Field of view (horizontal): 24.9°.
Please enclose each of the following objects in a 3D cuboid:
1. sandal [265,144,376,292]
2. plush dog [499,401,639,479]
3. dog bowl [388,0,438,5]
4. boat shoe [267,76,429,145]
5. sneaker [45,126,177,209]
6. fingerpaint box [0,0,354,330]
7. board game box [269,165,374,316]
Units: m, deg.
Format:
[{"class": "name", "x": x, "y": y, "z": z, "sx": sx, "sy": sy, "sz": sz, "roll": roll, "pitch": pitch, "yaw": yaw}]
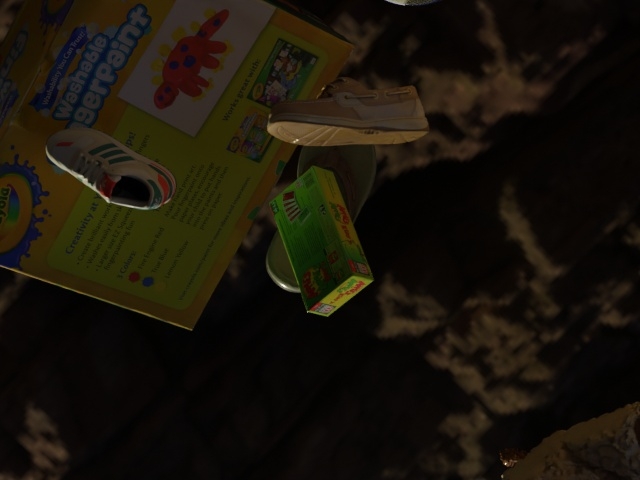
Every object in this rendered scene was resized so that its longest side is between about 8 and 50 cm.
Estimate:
[{"class": "sandal", "x": 0.011, "y": -0.063, "z": 2.153, "sx": 0.086, "sy": 0.120, "sz": 0.303, "roll": 115, "pitch": -6, "yaw": -65}, {"class": "plush dog", "x": 0.303, "y": 0.324, "z": 1.583, "sx": 0.262, "sy": 0.225, "sz": 0.210, "roll": -41, "pitch": -170, "yaw": -16}, {"class": "dog bowl", "x": 0.132, "y": -0.441, "z": 1.873, "sx": 0.104, "sy": 0.265, "sz": 0.265, "roll": -29, "pitch": 175, "yaw": -44}, {"class": "boat shoe", "x": 0.023, "y": -0.123, "z": 1.351, "sx": 0.170, "sy": 0.059, "sz": 0.063, "roll": -1, "pitch": 167, "yaw": -34}, {"class": "sneaker", "x": -0.247, "y": -0.081, "z": 1.661, "sx": 0.075, "sy": 0.161, "sz": 0.057, "roll": -58, "pitch": 172, "yaw": -70}, {"class": "fingerpaint box", "x": -0.235, "y": -0.154, "z": 1.857, "sx": 0.445, "sy": 0.371, "sz": 0.163, "roll": -60, "pitch": -146, "yaw": 13}, {"class": "board game box", "x": 0.000, "y": 0.000, "z": 1.949, "sx": 0.092, "sy": 0.043, "sz": 0.181, "roll": -40, "pitch": -126, "yaw": 30}]
